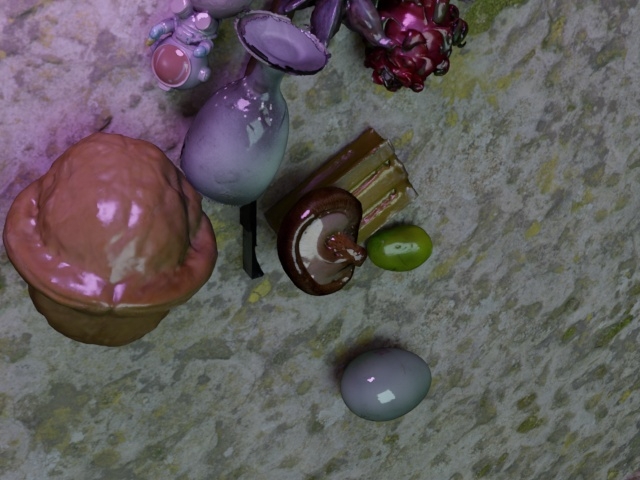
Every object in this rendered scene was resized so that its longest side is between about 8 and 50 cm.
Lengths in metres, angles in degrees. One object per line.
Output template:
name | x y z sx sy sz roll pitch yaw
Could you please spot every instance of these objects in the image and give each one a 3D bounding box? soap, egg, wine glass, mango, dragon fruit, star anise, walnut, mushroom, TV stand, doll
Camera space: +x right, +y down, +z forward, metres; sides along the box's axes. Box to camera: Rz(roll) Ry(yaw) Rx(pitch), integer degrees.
soap | 0.047 -0.079 2.025 0.315 0.091 0.199 -39 132 -4
egg | 0.169 0.361 2.331 0.264 0.183 0.182 -6 122 -38
wine glass | -0.129 -0.229 1.668 0.191 0.190 0.357 -3 141 -32
mango | 0.187 0.020 2.190 0.163 0.089 0.117 -8 132 -14
dragon fruit | 0.178 -0.433 1.815 0.198 0.219 0.272 -52 142 -47
star anise | 0.055 -0.480 1.698 0.360 0.139 0.315 14 97 -13
walnut | -0.367 0.005 1.626 0.384 0.383 0.383 -17 127 -23
mushroom | -0.006 -0.005 1.903 0.194 0.138 0.231 9 104 -22
TV stand | -0.143 -0.037 1.957 0.040 0.049 0.256 -15 126 -26
doll | -0.214 -0.389 1.628 0.151 0.151 0.287 11 120 -37

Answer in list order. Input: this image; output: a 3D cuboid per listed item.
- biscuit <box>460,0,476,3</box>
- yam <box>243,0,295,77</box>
biscuit | 0.289 -0.665 1.773 0.144 0.078 0.426 -39 137 -18
yam | -0.100 -0.366 1.768 0.057 0.057 0.241 8 113 -36
